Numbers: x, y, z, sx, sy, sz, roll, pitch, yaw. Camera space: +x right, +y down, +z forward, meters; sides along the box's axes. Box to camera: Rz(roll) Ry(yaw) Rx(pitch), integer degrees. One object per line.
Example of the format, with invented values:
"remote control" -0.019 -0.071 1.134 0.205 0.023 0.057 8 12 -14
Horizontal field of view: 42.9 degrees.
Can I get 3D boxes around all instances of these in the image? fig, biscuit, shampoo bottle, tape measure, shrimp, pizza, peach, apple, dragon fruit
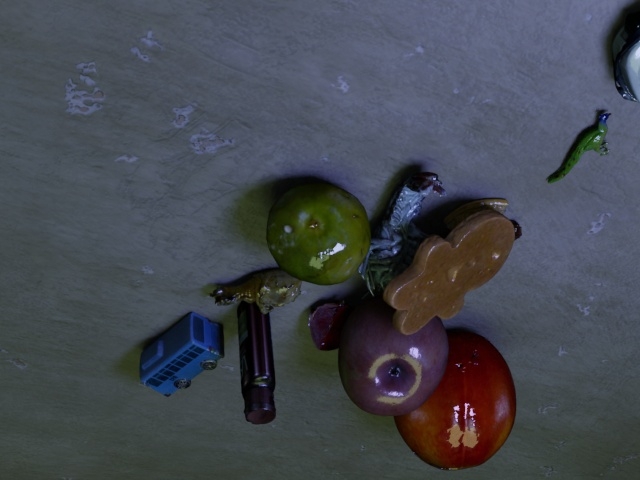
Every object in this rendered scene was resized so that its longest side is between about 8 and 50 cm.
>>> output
"fig" 0.012 -0.019 1.819 0.233 0.233 0.314 -28 178 21
"biscuit" 0.294 0.064 1.847 0.355 0.052 0.275 -39 139 -9
"shampoo bottle" -0.158 0.293 2.002 0.084 0.323 0.129 9 136 -18
"tape measure" 0.654 -0.378 1.560 0.207 0.115 0.235 -25 127 17
"shrimp" 0.185 0.006 1.879 0.221 0.166 0.410 -12 129 -30
"pizza" 0.368 -0.045 1.902 0.160 0.036 0.099 -15 101 0
"peach" 0.367 0.430 2.225 0.370 0.370 0.370 -5 138 -4
"apple" 0.178 0.286 2.036 0.306 0.235 0.305 1 103 4
"dragon fruit" 0.024 0.207 2.124 0.102 0.096 0.147 21 100 -43

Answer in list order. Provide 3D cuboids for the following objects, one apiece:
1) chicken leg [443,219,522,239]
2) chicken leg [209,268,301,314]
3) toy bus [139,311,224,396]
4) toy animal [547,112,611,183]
"chicken leg" 0.349 0.051 2.014 0.177 0.083 0.322 7 138 -30
"chicken leg" -0.154 0.130 2.001 0.228 0.088 0.103 -16 151 3
"toy bus" -0.369 0.300 2.133 0.234 0.116 0.134 -37 131 26
"toy animal" 0.590 -0.194 1.802 0.075 0.041 0.217 9 139 -17
